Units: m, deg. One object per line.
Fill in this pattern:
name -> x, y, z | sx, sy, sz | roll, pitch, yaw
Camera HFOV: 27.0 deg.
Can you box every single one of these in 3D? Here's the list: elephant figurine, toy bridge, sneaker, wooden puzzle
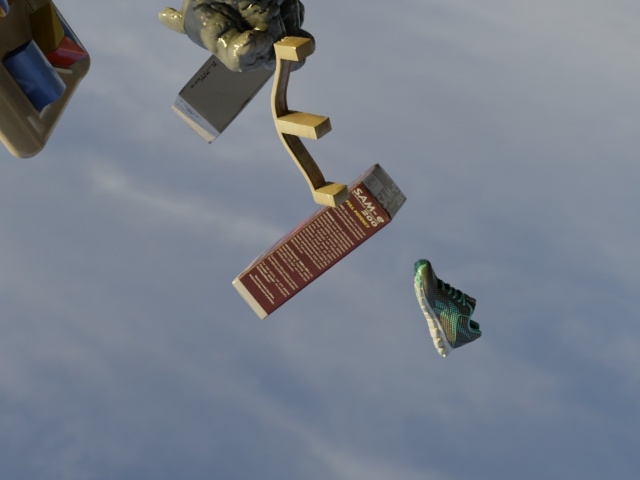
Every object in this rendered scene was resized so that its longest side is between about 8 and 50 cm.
elephant figurine -> -0.068, -0.320, 1.481 | 0.186, 0.239, 0.169 | -6, -145, -19
toy bridge -> -0.018, -0.118, 1.361 | 0.063, 0.188, 0.026 | 15, -139, 41
sneaker -> 0.180, 0.086, 1.879 | 0.076, 0.166, 0.065 | -18, -144, 9
wooden puzzle -> -0.485, -0.338, 2.104 | 0.322, 0.080, 0.348 | 57, -157, -23

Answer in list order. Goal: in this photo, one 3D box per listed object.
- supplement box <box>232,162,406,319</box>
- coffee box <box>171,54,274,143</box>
supplement box -> 0.000, 0.000, 1.863 | 0.073, 0.239, 0.130 | 50, -160, -4
coffee box -> -0.168, -0.252, 2.246 | 0.098, 0.141, 0.246 | 42, 175, -7
